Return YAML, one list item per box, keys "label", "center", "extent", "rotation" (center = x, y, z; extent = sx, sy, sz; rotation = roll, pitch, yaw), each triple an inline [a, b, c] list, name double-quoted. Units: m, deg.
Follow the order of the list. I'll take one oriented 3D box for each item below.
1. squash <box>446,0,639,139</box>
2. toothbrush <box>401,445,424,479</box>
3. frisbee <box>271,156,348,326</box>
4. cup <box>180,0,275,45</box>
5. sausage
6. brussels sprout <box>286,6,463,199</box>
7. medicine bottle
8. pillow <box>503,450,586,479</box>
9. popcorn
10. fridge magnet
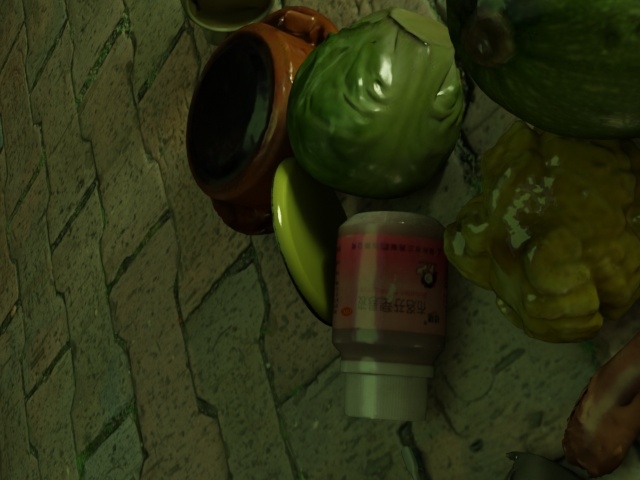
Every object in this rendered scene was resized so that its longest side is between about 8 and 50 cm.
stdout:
- label: "squash"
  center: [0.234, -0.229, 0.752]
  extent: [0.310, 0.309, 0.310]
  rotation: [31, 126, 58]
- label: "toothbrush"
  center: [0.150, 0.358, 1.021]
  extent: [0.022, 0.026, 0.263]
  rotation: [-45, 49, 28]
- label: "frisbee"
  center: [0.000, 0.000, 1.146]
  extent: [0.017, 0.236, 0.236]
  rotation: [-18, 66, 23]
- label: "cup"
  center: [-0.163, -0.478, 1.553]
  extent: [0.173, 0.255, 0.202]
  rotation: [-13, 67, 6]
- label: "sausage"
  center: [0.322, 0.103, 0.817]
  extent: [0.304, 0.078, 0.078]
  rotation: [-61, 41, 25]
- label: "brussels sprout"
  center: [0.070, -0.170, 1.103]
  extent: [0.244, 0.244, 0.244]
  rotation: [-16, 70, 50]
- label: "medicine bottle"
  center: [0.085, 0.094, 1.073]
  extent: [0.147, 0.147, 0.247]
  rotation: [-9, 75, 52]
- label: "pillow"
  center: [0.210, 0.353, 0.905]
  extent: [0.169, 0.059, 0.255]
  rotation: [28, 100, 46]
- label: "popcorn"
  center: [0.236, -0.014, 0.892]
  extent: [0.226, 0.200, 0.203]
  rotation: [63, 168, -2]
- label: "fridge magnet"
  center: [-0.086, -0.188, 1.349]
  extent: [0.364, 0.155, 0.363]
  rotation: [-17, 68, 49]
